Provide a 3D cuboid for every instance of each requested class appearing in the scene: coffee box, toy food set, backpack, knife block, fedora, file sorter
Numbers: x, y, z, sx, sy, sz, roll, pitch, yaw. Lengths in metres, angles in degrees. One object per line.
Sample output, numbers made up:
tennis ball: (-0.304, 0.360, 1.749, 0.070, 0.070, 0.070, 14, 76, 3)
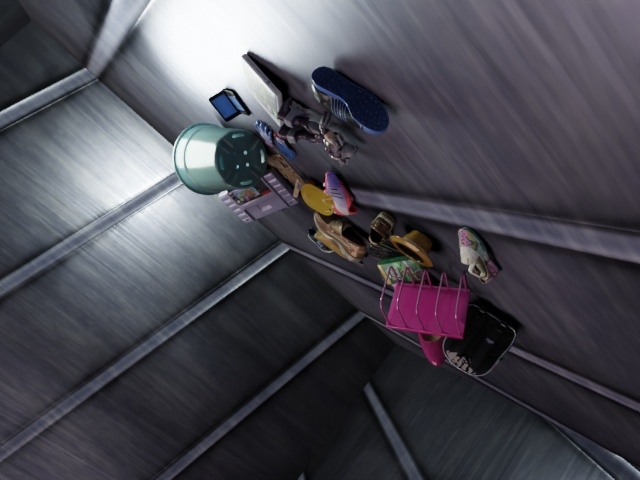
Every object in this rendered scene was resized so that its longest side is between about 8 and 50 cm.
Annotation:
coffee box: (0.337, 0.119, 1.772, 0.184, 0.040, 0.113, -11, 121, 36)
toy food set: (-0.010, -0.199, 1.857, 0.218, 0.071, 0.128, 32, 143, 21)
backpack: (0.611, 0.390, 1.700, 0.225, 0.253, 0.191, 33, -173, 21)
knife block: (0.119, 0.031, 2.247, 0.242, 0.088, 0.276, 45, 167, -24)
fedora: (0.339, 0.017, 1.542, 0.194, 0.079, 0.194, 35, 174, 4)
file sorter: (0.391, 0.219, 1.628, 0.291, 0.202, 0.182, 4, 145, 27)

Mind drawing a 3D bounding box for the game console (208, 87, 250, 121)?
game console: (-0.348, -0.512, 1.667, 0.107, 0.071, 0.122, 29, 165, 43)

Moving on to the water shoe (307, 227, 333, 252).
water shoe: (0.000, 0.000, 2.537, 0.203, 0.073, 0.080, 33, 165, 23)

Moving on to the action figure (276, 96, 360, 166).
action figure: (-0.001, -0.318, 1.297, 0.285, 0.099, 0.185, 30, 159, 22)

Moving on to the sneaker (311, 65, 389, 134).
sneaker: (0.072, -0.330, 1.065, 0.232, 0.081, 0.090, 44, 172, 12)

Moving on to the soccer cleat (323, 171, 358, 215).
soccer cleat: (0.078, -0.178, 1.654, 0.095, 0.082, 0.248, 3, 149, 18)

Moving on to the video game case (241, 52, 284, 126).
video game case: (-0.178, -0.466, 1.363, 0.173, 0.022, 0.190, 49, 169, 8)

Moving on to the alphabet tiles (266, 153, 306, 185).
alphabet tiles: (-0.172, -0.325, 1.993, 0.198, 0.009, 0.237, 45, 167, -30)

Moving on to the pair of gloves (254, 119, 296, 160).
pair of gloves: (-0.177, -0.393, 1.716, 0.198, 0.023, 0.159, 36, 170, 20)

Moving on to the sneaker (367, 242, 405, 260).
sneaker: (0.315, 0.064, 1.866, 0.235, 0.084, 0.097, 32, -159, 16)

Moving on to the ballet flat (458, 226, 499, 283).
ballet flat: (0.465, 0.057, 1.302, 0.221, 0.079, 0.077, 46, 167, -31)

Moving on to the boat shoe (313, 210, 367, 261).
boat shoe: (0.100, -0.048, 2.004, 0.324, 0.123, 0.116, 45, 137, 17)

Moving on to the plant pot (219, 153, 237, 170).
plant pot: (-0.506, -0.421, 2.306, 0.166, 0.165, 0.234, 31, 173, 36)

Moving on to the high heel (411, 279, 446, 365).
high heel: (0.441, 0.325, 1.816, 0.181, 0.127, 0.376, 43, -146, -52)

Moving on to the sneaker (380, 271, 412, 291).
sneaker: (0.391, 0.185, 2.019, 0.131, 0.112, 0.319, 4, 150, 41)

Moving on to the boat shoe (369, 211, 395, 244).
boat shoe: (0.220, -0.030, 1.683, 0.095, 0.095, 0.257, 36, 168, 14)

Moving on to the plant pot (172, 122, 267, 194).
plant pot: (-0.431, -0.361, 1.944, 0.334, 0.341, 0.341, 13, 152, 48)

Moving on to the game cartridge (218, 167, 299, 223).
game cartridge: (-0.311, -0.217, 2.169, 0.355, 0.068, 0.230, -19, 136, 30)

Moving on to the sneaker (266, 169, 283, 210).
sneaker: (-0.283, -0.283, 2.248, 0.299, 0.121, 0.112, 55, -170, -31)
